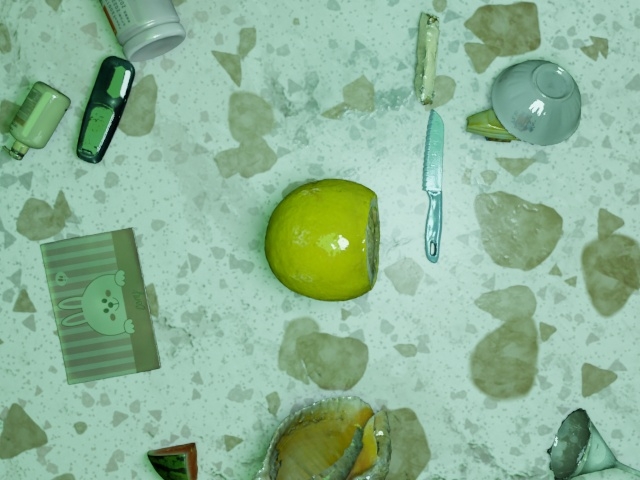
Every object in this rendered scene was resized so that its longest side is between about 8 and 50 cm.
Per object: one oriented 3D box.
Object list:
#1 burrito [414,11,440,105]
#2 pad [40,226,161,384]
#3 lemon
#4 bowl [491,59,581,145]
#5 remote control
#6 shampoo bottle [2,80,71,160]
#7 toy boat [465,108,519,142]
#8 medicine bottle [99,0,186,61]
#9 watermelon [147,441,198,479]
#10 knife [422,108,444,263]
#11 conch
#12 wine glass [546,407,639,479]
[{"bbox_3d":[0.212,-0.364,1.624,0.045,0.041,0.185,5,92,-41],"label":"burrito"},{"bbox_3d":[-0.453,0.136,1.669,0.202,0.005,0.300,-10,92,1],"label":"pad"},{"bbox_3d":[0.000,0.000,1.544,0.219,0.240,0.240,0,92,13],"label":"lemon"},{"bbox_3d":[0.433,-0.284,1.563,0.189,0.086,0.189,3,69,-8],"label":"bowl"},{"bbox_3d":[-0.438,-0.263,1.636,0.072,0.042,0.222,20,93,-2],"label":"remote control"},{"bbox_3d":[-0.572,-0.233,1.622,0.079,0.079,0.162,31,92,0],"label":"shampoo bottle"},{"bbox_3d":[0.375,-0.224,1.614,0.172,0.066,0.065,6,62,-2],"label":"toy boat"},{"bbox_3d":[-0.370,-0.489,1.583,0.133,0.133,0.250,-23,93,2],"label":"medicine bottle"},{"bbox_3d":[-0.279,0.445,1.639,0.125,0.135,0.094,44,56,2],"label":"watermelon"},{"bbox_3d":[0.229,-0.110,1.645,0.044,0.019,0.313,3,90,4],"label":"knife"},{"bbox_3d":[0.004,0.481,1.583,0.297,0.352,0.210,34,136,-10],"label":"conch"},{"bbox_3d":[0.590,0.444,1.597,0.232,0.156,0.156,23,92,-4],"label":"wine glass"}]
